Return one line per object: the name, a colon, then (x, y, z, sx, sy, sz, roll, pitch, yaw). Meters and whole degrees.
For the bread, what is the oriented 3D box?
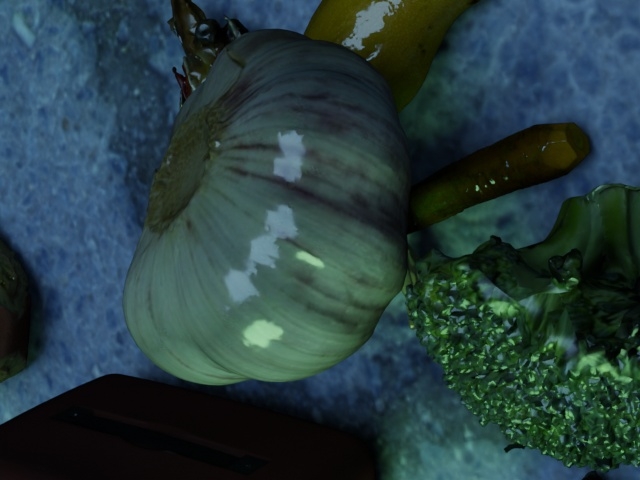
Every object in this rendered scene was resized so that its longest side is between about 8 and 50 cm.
bread: (-0.303, 0.073, 1.293, 0.119, 0.067, 0.193, 15, 101, 39)

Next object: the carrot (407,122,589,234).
carrot: (0.112, -0.041, 1.025, 0.170, 0.042, 0.042, -25, 80, 35)

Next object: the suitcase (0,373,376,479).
suitcase: (-0.118, 0.221, 1.087, 0.297, 0.236, 0.161, 9, 110, 33)

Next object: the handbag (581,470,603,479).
handbag: (0.207, 0.334, 0.973, 0.275, 0.084, 0.260, 43, 118, 24)

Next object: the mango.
mango: (0.044, -0.150, 1.038, 0.098, 0.075, 0.190, 44, 114, 5)

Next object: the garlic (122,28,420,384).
garlic: (0.000, 0.000, 0.981, 0.245, 0.253, 0.245, -33, 44, 38)

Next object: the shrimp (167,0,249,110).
shrimp: (-0.065, -0.058, 1.129, 0.154, 0.062, 0.294, -22, 83, 39)

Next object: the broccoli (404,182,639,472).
broccoli: (0.183, 0.057, 0.893, 0.226, 0.198, 0.176, -28, 72, 15)
